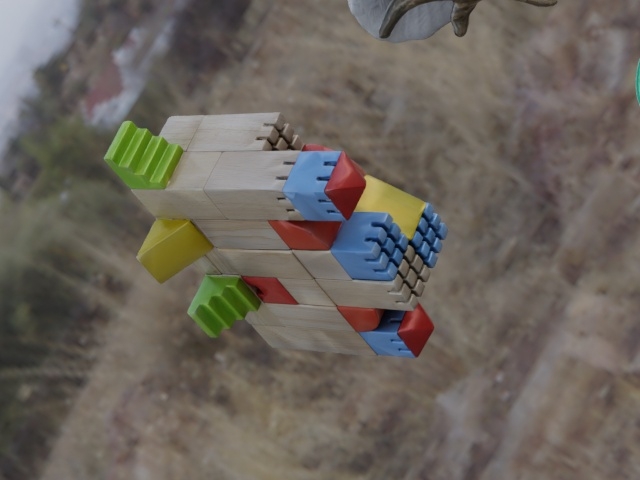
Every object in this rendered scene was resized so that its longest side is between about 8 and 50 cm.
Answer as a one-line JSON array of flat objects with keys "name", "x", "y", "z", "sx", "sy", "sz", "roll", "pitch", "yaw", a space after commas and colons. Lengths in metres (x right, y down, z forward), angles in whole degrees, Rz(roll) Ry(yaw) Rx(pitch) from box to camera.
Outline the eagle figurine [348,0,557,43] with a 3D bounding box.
[{"name": "eagle figurine", "x": 0.103, "y": -0.307, "z": 1.165, "sx": 0.225, "sy": 0.226, "sz": 0.298, "roll": -10, "pitch": 66, "yaw": 22}]

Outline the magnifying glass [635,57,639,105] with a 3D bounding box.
[{"name": "magnifying glass", "x": 0.325, "y": -0.204, "z": 1.307, "sx": 0.092, "sy": 0.026, "sz": 0.231, "roll": 33, "pitch": 107, "yaw": 55}]

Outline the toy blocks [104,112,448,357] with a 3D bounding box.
[{"name": "toy blocks", "x": 0.000, "y": 0.000, "z": 1.595, "sx": 0.261, "sy": 0.381, "sz": 0.190, "roll": 2, "pitch": 55, "yaw": 36}]
